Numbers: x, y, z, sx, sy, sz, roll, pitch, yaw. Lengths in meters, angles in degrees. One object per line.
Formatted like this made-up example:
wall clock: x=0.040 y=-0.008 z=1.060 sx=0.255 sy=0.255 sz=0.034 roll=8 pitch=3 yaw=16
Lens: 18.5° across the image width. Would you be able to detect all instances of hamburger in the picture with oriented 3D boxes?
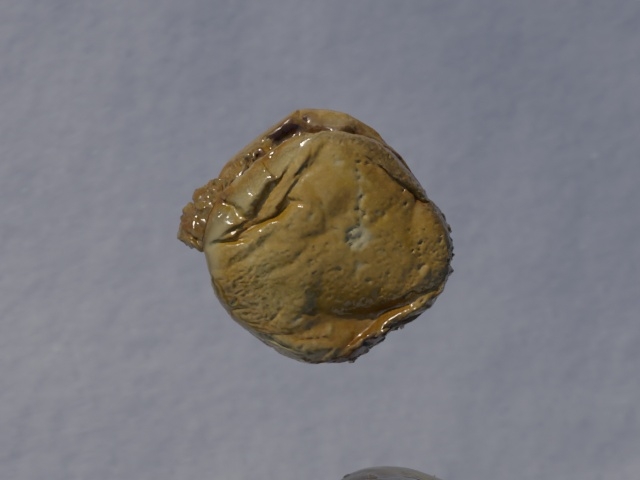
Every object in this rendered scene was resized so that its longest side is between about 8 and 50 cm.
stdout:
hamburger: x=0.000 y=0.000 z=1.166 sx=0.138 sy=0.083 sz=0.147 roll=-42 pitch=103 yaw=6

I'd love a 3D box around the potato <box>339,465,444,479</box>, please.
potato: x=0.082 y=0.267 z=1.598 sx=0.191 sy=0.296 sz=0.141 roll=24 pitch=87 yaw=-1
